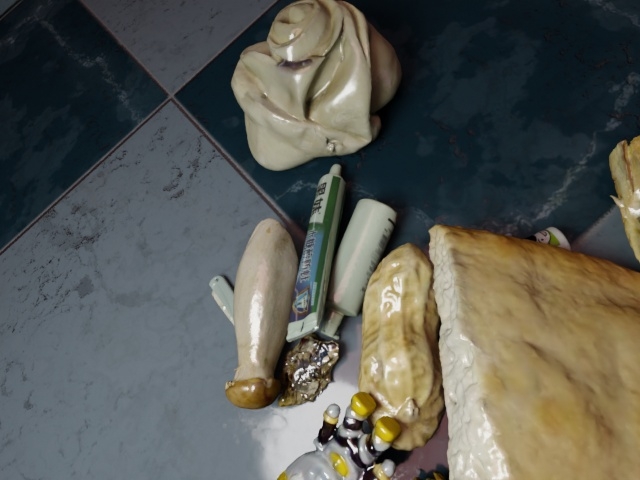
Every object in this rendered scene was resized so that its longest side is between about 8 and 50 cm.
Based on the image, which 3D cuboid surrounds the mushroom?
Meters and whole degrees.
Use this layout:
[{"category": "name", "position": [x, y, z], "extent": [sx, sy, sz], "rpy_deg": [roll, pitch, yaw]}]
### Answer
[{"category": "mushroom", "position": [-0.105, 0.127, 0.783], "extent": [0.128, 0.128, 0.351], "rpy_deg": [-3, 65, 17]}]

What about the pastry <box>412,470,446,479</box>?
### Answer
[{"category": "pastry", "position": [0.181, 0.389, 0.606], "extent": [0.057, 0.097, 0.109], "rpy_deg": [-34, 63, 2]}]

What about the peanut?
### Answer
[{"category": "peanut", "position": [0.132, 0.161, 0.684], "extent": [0.140, 0.153, 0.326], "rpy_deg": [0, 76, 16]}]

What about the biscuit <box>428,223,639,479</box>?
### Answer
[{"category": "biscuit", "position": [0.350, 0.183, 0.531], "extent": [0.445, 0.104, 0.430], "rpy_deg": [13, 50, 3]}]

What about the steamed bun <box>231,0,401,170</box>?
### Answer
[{"category": "steamed bun", "position": [-0.019, -0.352, 0.881], "extent": [0.367, 0.255, 0.343], "rpy_deg": [-9, 64, 13]}]

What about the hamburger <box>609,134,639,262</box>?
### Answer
[{"category": "hamburger", "position": [0.574, -0.011, 0.603], "extent": [0.329, 0.162, 0.209], "rpy_deg": [24, 80, 22]}]

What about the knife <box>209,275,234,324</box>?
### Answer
[{"category": "knife", "position": [-0.183, 0.138, 0.867], "extent": [0.044, 0.023, 0.162], "rpy_deg": [-39, 62, -2]}]

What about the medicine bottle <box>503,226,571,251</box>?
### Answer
[{"category": "medicine bottle", "position": [0.306, 0.042, 0.730], "extent": [0.220, 0.061, 0.092], "rpy_deg": [-28, 39, 6]}]

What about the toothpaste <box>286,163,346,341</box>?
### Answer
[{"category": "toothpaste", "position": [0.000, 0.000, 0.800], "extent": [0.098, 0.061, 0.393], "rpy_deg": [-35, 34, 47]}]

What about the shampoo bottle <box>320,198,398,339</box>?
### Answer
[{"category": "shampoo bottle", "position": [0.062, 0.054, 0.786], "extent": [0.085, 0.085, 0.263], "rpy_deg": [18, 76, 24]}]

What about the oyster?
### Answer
[{"category": "oyster", "position": [-0.033, 0.240, 0.763], "extent": [0.103, 0.051, 0.148], "rpy_deg": [20, 87, 31]}]

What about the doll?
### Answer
[{"category": "doll", "position": [0.016, 0.371, 0.628], "extent": [0.145, 0.103, 0.317], "rpy_deg": [30, 108, 8]}]
